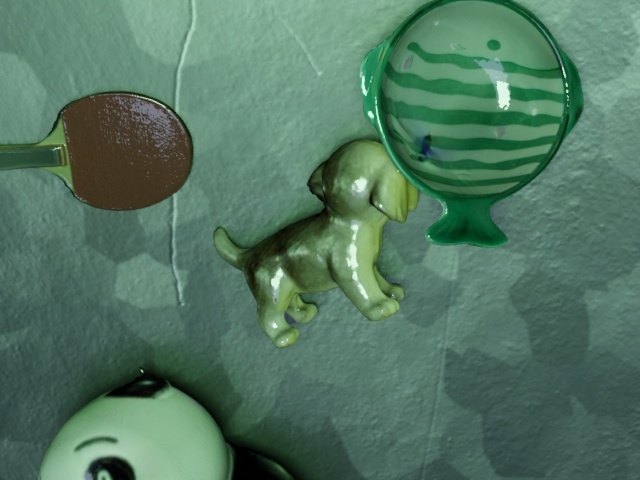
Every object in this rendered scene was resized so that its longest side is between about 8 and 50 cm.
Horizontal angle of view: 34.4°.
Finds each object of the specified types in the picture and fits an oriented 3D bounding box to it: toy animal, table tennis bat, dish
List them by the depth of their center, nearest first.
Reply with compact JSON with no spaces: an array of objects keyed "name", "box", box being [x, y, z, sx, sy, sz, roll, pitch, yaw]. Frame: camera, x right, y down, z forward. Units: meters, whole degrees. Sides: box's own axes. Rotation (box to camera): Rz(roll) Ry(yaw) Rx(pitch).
[{"name":"dish","box":[0.135,-0.119,0.998,0.224,0.078,0.246,3,93,-14]},{"name":"toy animal","box":[0.015,0.008,1.066,0.233,0.121,0.169,-31,92,25]},{"name":"table tennis bat","box":[-0.243,-0.091,1.085,0.220,0.019,0.130,-3,113,3]},{"name":"toy animal","box":[-0.161,0.300,1.144,0.251,0.251,0.310,-40,95,17]}]
